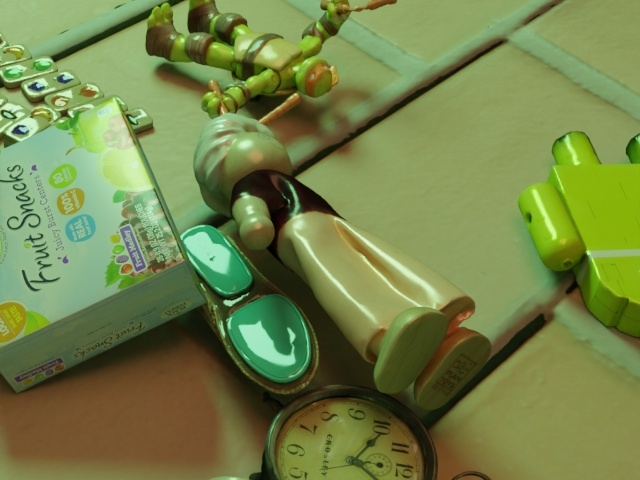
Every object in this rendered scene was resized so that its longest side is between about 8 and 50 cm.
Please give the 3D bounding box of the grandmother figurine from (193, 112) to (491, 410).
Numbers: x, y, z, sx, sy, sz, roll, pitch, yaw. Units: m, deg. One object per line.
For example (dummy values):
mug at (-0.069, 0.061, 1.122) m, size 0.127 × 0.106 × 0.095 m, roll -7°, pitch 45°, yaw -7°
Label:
grandmother figurine at (0.000, 0.000, 0.983) m, size 0.104 × 0.208 × 0.342 m, roll -46°, pitch 52°, yaw 2°

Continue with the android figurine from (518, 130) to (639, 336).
android figurine at (0.318, -0.004, 1.114) m, size 0.248 × 0.056 × 0.273 m, roll 0°, pitch 45°, yaw -10°

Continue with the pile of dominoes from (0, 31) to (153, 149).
pile of dominoes at (-0.314, -0.135, 1.141) m, size 0.251 × 0.040 × 0.196 m, roll 30°, pitch 49°, yaw 18°

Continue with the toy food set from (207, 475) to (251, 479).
toy food set at (0.017, 0.305, 0.754) m, size 0.306 × 0.092 × 0.220 m, roll 21°, pitch 46°, yaw -1°

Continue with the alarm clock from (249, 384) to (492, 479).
alarm clock at (0.039, 0.180, 0.880) m, size 0.192 × 0.064 × 0.129 m, roll 9°, pitch 45°, yaw 4°

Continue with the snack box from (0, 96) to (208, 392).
snack box at (-0.212, -0.001, 0.975) m, size 0.174 × 0.070 × 0.207 m, roll -25°, pitch 51°, yaw -3°

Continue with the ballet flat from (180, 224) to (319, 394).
ballet flat at (-0.059, 0.066, 0.966) m, size 0.073 × 0.067 × 0.206 m, roll -22°, pitch 46°, yaw -15°

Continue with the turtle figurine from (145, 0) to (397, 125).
turtle figurine at (-0.058, -0.199, 1.214) m, size 0.217 × 0.087 × 0.269 m, roll 27°, pitch 56°, yaw 26°
